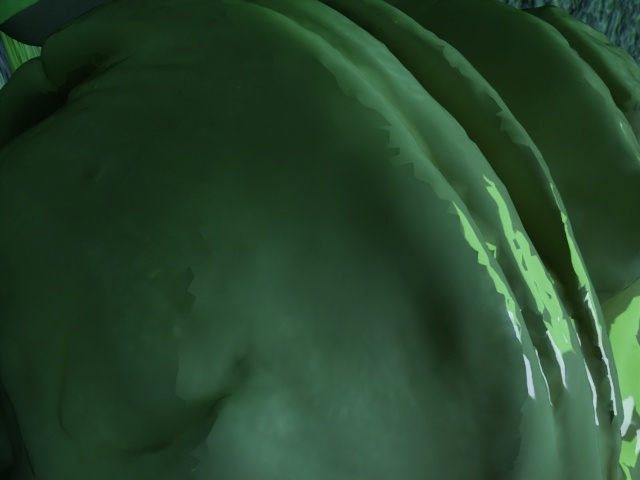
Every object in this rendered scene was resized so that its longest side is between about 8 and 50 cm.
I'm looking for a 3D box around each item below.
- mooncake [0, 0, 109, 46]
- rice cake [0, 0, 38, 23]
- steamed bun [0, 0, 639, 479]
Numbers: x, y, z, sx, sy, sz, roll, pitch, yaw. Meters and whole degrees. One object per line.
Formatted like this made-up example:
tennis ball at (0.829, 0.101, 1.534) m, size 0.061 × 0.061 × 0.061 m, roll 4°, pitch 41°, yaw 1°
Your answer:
mooncake at (-0.186, -0.252, 0.881) m, size 0.275 × 0.135 × 0.274 m, roll 160°, pitch -90°, yaw -82°
rice cake at (-0.150, -0.154, 0.458) m, size 0.063 × 0.069 × 0.206 m, roll -116°, pitch -168°, yaw -46°
steamed bun at (0.002, 0.001, 0.471) m, size 0.276 × 0.289 × 0.203 m, roll 20°, pitch -84°, yaw 41°
